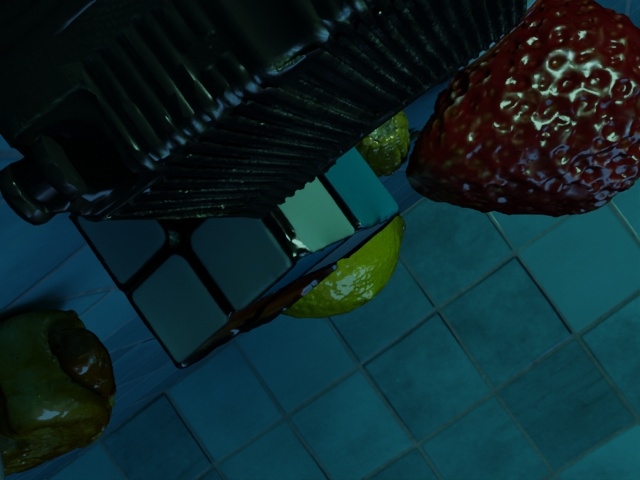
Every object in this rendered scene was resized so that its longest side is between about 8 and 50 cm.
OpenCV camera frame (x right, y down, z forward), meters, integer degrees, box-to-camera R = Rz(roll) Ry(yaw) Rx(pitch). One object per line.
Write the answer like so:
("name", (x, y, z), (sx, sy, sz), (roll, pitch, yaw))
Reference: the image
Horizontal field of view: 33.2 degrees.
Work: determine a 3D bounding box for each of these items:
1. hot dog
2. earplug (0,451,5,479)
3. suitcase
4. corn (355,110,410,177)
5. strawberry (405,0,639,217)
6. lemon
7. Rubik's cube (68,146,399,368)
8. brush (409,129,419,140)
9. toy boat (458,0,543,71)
("hot dog", (-0.310, 0.163, 1.179), (0.153, 0.150, 0.256), (-18, 164, -36))
("earplug", (-0.455, 0.261, 1.082), (0.325, 0.175, 0.214), (-28, 177, 27))
("suitcase", (-0.024, -0.128, 0.513), (0.229, 0.152, 0.335), (-35, 176, 9))
("corn", (0.069, -0.125, 1.286), (0.080, 0.080, 0.238), (-35, 172, -1))
("strawberry", (0.282, -0.140, 1.353), (0.310, 0.291, 0.292), (-61, 180, -16))
("lemon", (0.000, 0.000, 1.321), (0.231, 0.192, 0.192), (-12, 167, -14))
("Rubik's cube", (-0.069, -0.024, 0.915), (0.180, 0.167, 0.183), (-41, 172, 35))
("brush", (0.098, -0.136, 1.573), (0.043, 0.036, 0.248), (-34, -178, 25))
("toy boat", (0.154, -0.223, 1.075), (0.173, 0.069, 0.058), (-41, 151, 30))
